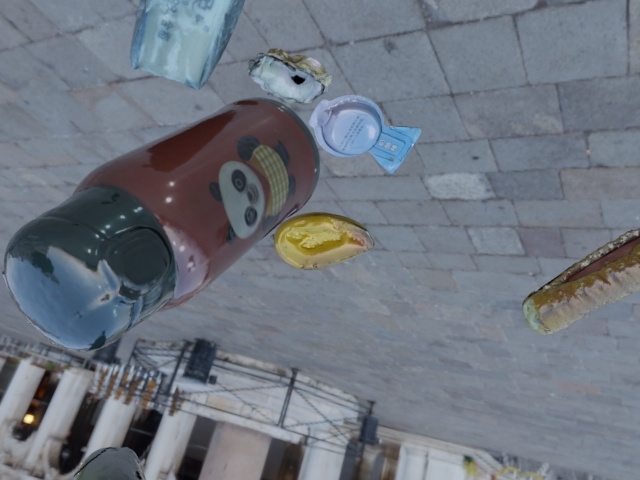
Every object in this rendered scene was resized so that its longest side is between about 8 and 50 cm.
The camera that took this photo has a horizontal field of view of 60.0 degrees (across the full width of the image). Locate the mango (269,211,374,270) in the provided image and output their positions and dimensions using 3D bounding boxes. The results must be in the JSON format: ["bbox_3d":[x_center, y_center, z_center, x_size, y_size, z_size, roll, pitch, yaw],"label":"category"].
[{"bbox_3d":[0.000,0.000,0.955,0.187,0.101,0.066,-5,179,15],"label":"mango"}]

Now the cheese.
[{"bbox_3d":[0.088,-0.220,1.134,0.245,0.052,0.135,16,122,-30],"label":"cheese"}]

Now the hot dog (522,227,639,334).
[{"bbox_3d":[0.432,0.049,0.809,0.083,0.289,0.068,59,-177,-11],"label":"hot dog"}]

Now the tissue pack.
[{"bbox_3d":[-0.141,-0.345,0.669,0.103,0.315,0.228,15,121,-20],"label":"tissue pack"}]

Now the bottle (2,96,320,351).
[{"bbox_3d":[-0.126,-0.026,0.513,0.144,0.336,0.144,11,121,20],"label":"bottle"}]

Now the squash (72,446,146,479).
[{"bbox_3d":[-0.200,0.261,0.532,0.087,0.087,0.331,25,165,-20],"label":"squash"}]

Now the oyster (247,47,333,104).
[{"bbox_3d":[-0.059,-0.306,1.029,0.163,0.081,0.191,9,166,-17],"label":"oyster"}]
